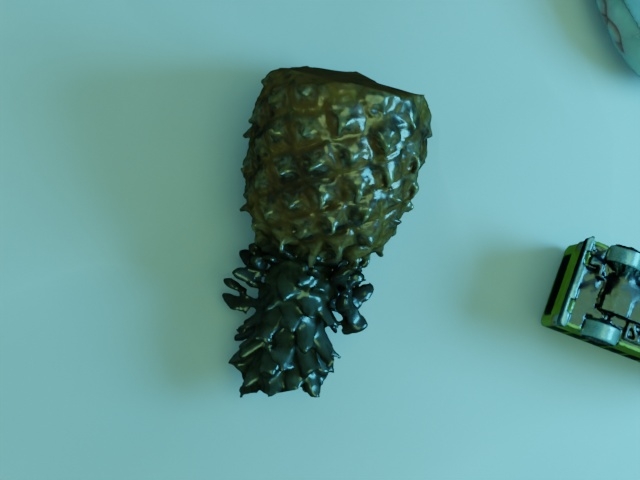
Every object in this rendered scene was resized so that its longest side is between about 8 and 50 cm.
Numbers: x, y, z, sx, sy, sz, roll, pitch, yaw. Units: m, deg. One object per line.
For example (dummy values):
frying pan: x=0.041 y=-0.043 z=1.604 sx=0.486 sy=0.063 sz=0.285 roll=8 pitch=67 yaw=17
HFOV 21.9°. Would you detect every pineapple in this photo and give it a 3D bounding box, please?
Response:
pineapple: x=0.000 y=0.000 z=1.349 sx=0.158 sy=0.158 sz=0.278 roll=9 pitch=98 yaw=-12

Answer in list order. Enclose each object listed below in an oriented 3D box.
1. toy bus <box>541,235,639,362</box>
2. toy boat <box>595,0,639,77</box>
toy bus: x=0.288 y=0.065 z=1.426 sx=0.175 sy=0.101 sz=0.088 roll=21 pitch=83 yaw=-6
toy boat: x=0.302 y=-0.227 z=1.470 sx=0.134 sy=0.079 sz=0.207 roll=-12 pitch=79 yaw=-21
